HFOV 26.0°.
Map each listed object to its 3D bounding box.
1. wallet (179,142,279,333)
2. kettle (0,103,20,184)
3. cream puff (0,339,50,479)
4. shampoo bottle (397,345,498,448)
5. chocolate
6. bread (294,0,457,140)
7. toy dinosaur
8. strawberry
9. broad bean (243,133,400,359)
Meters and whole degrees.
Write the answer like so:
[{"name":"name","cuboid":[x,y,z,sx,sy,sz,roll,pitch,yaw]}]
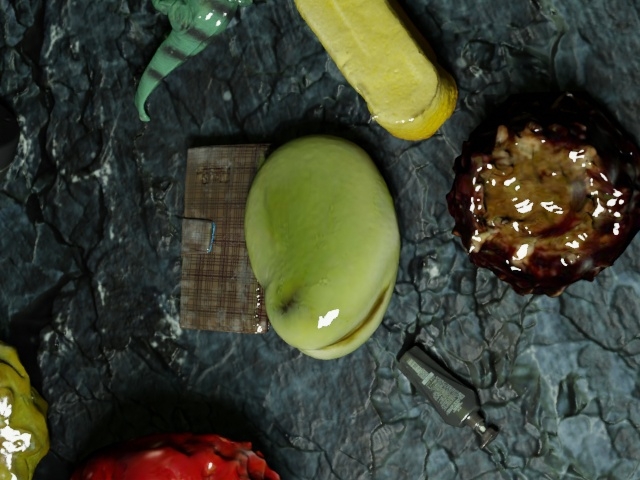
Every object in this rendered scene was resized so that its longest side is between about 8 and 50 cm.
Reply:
[{"name":"wallet","cuboid":[-0.111,-0.004,1.683,0.124,0.042,0.230,1,87,26]},{"name":"kettle","cuboid":[-0.557,-0.070,1.846,0.251,0.207,0.271,24,114,-2]},{"name":"cream puff","cuboid":[-0.480,0.241,1.785,0.282,0.185,0.281,0,92,-4]},{"name":"shampoo bottle","cuboid":[0.142,0.173,1.535,0.137,0.027,0.048,43,97,25]},{"name":"chocolate","cuboid":[0.214,-0.054,1.431,0.206,0.177,0.224,1,88,29]},{"name":"bread","cuboid":[0.063,-0.223,1.579,0.102,0.094,0.245,-39,69,11]},{"name":"toy dinosaur","cuboid":[-0.166,-0.285,1.720,0.292,0.079,0.120,-41,66,24]},{"name":"strawberry","cuboid":[-0.189,0.364,1.596,0.345,0.295,0.317,10,110,62]},{"name":"broad bean","cuboid":[0.000,0.000,1.578,0.189,0.121,0.263,-17,76,23]}]
